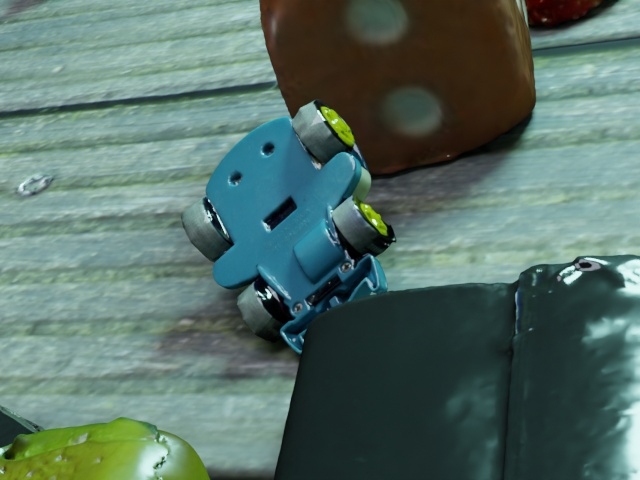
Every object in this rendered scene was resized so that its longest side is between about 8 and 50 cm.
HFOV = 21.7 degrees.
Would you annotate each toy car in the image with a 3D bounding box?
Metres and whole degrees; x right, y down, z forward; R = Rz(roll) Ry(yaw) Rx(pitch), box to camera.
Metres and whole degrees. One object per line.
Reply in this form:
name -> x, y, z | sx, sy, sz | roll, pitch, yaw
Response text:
toy car -> 0.000, 0.000, 1.087 | 0.126, 0.098, 0.161 | -43, 56, 16

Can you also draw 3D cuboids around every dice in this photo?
dice -> 0.058, -0.161, 1.209 | 0.174, 0.179, 0.174 | -10, 30, 12

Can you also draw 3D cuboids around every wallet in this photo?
wallet -> 0.072, 0.148, 0.798 | 0.228, 0.062, 0.406 | -12, 31, 16

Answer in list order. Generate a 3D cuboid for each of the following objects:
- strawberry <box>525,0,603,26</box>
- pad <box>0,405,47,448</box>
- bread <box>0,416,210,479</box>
strawberry -> 0.166, -0.234, 1.355 | 0.188, 0.082, 0.121 | 14, 47, 42
pad -> -0.257, 0.155, 1.046 | 0.174, 0.022, 0.233 | -37, 32, -24
bread -> -0.153, 0.236, 0.748 | 0.166, 0.112, 0.383 | -11, 32, 22
